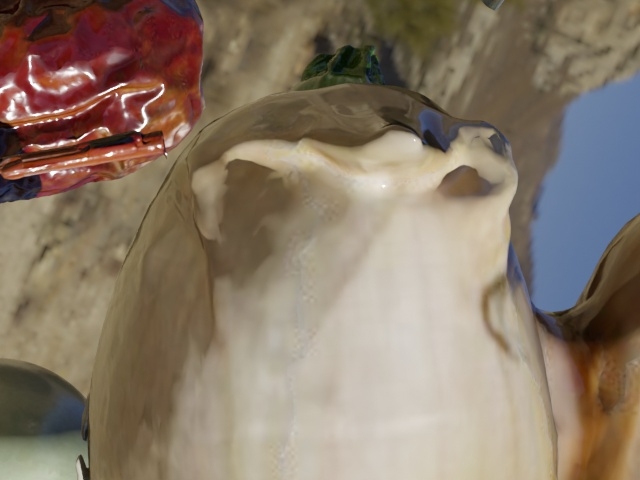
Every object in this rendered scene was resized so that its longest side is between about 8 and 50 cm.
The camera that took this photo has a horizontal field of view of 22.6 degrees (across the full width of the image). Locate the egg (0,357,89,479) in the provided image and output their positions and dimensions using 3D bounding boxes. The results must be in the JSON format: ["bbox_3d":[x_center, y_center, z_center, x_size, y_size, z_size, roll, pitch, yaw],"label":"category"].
[{"bbox_3d":[-0.268,0.189,1.307,0.253,0.186,0.186,-22,-139,58],"label":"egg"}]

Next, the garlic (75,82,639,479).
[{"bbox_3d":[0.060,0.114,0.489,0.249,0.286,0.313,10,74,-72],"label":"garlic"}]

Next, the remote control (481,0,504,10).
[{"bbox_3d":[0.091,-0.141,0.775,0.091,0.016,0.034,124,-37,-73],"label":"remote control"}]

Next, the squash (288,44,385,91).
[{"bbox_3d":[0.000,0.000,0.758,0.077,0.068,0.219,95,4,-59],"label":"squash"}]

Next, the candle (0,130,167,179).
[{"bbox_3d":[-0.200,-0.062,1.212,0.026,0.167,0.021,96,-20,-56],"label":"candle"}]

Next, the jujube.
[{"bbox_3d":[-0.267,-0.141,1.466,0.342,0.216,0.216,-22,165,-14],"label":"jujube"}]
